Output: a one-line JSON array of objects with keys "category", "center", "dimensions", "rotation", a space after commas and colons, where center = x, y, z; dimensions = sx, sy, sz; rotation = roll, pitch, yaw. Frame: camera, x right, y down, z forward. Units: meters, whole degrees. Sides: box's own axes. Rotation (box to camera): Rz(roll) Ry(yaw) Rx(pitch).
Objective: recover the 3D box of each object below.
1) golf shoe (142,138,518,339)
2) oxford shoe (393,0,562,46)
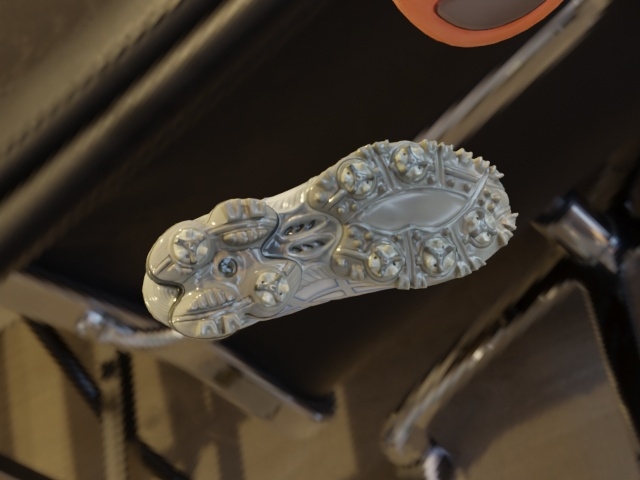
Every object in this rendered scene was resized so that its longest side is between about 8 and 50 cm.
[{"category": "golf shoe", "center": [0.000, 0.000, 0.725], "dimensions": [0.086, 0.176, 0.069], "rotation": [153, 104, -71]}, {"category": "oxford shoe", "center": [0.011, -0.247, 0.560], "dimensions": [0.130, 0.363, 0.133], "rotation": [-22, 22, -11]}]
